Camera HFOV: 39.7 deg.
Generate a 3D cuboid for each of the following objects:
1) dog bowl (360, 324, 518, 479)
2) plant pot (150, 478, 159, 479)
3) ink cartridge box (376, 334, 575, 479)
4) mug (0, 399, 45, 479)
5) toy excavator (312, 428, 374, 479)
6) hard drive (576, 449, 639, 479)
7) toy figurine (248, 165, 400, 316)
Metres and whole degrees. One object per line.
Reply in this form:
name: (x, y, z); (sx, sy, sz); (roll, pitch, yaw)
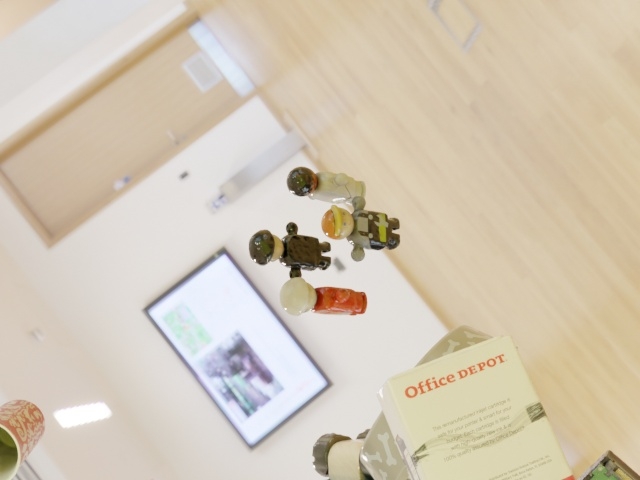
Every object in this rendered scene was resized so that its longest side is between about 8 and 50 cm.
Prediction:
dog bowl: (0.202, 0.297, 1.552); (0.102, 0.348, 0.348); (37, 168, 21)
plant pot: (-0.271, 0.632, 1.733); (0.204, 0.290, 0.291); (13, 173, -2)
ink cartridge box: (0.193, 0.259, 1.090); (0.100, 0.172, 0.237); (104, 145, -72)
mug: (-0.547, 0.325, 1.484); (0.150, 0.113, 0.169); (21, -175, -2)
toy excavator: (0.089, 0.671, 2.035); (0.222, 0.433, 0.444); (-11, 78, 47)
hard drive: (0.540, 0.606, 1.730); (0.237, 0.339, 0.064); (41, -158, 14)
toy figurine: (0.000, 0.000, 1.384); (0.148, 0.209, 0.213); (9, -149, -32)
